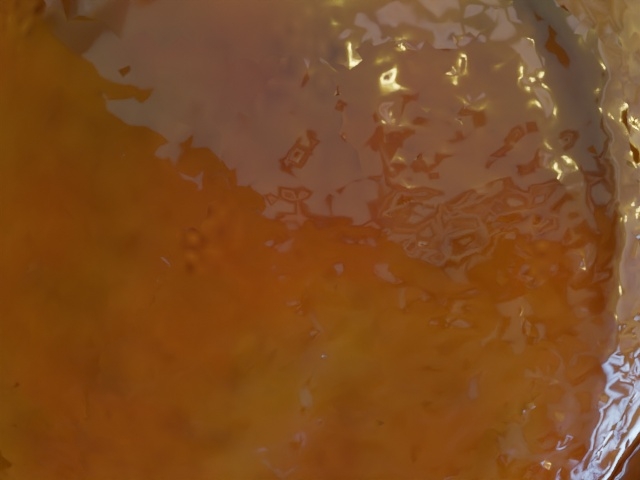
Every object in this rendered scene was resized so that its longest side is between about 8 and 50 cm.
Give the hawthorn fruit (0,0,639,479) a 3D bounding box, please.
[{"bbox_3d":[0.000,0.000,0.768,0.472,0.472,0.472,46,-12,13],"label":"hawthorn fruit"}]
